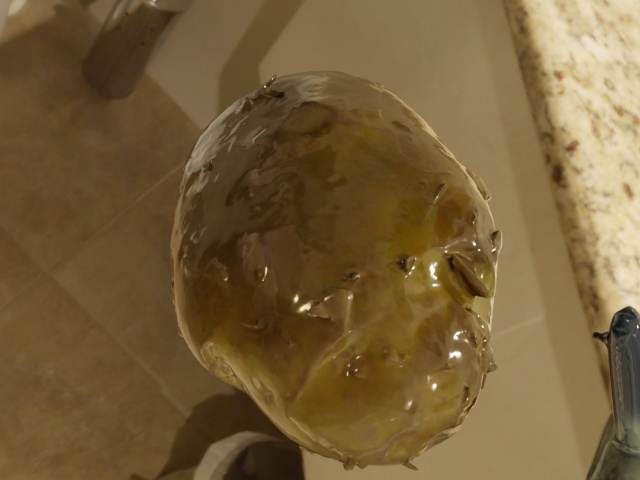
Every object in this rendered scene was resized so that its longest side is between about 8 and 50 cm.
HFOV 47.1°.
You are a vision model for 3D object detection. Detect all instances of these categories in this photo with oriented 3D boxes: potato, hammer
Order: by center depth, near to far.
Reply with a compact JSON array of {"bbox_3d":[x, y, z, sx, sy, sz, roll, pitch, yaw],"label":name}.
[{"bbox_3d":[0.000,0.000,0.439,0.141,0.192,0.296,52,5,-43],"label":"potato"},{"bbox_3d":[0.244,0.133,0.576,0.116,0.070,0.193,-44,127,-44],"label":"hammer"}]
